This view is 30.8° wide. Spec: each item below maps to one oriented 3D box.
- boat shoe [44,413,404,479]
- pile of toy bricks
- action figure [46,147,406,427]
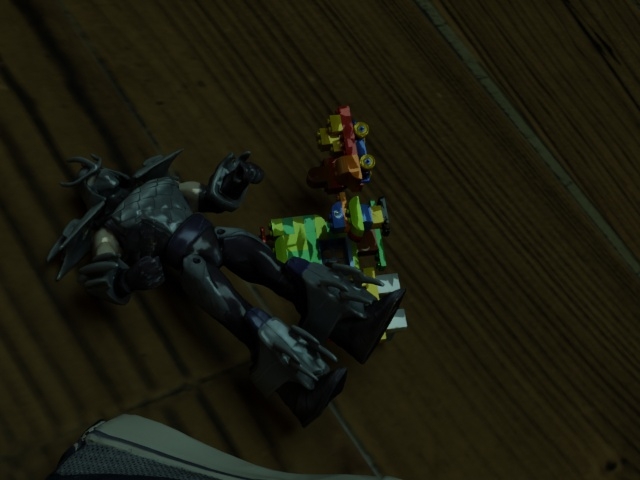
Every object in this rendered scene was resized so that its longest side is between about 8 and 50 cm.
[{"bbox_3d":[-0.048,0.206,0.644,0.340,0.127,0.158,7,31,35],"label":"boat shoe"},{"bbox_3d":[0.000,0.000,1.008,0.105,0.118,0.212,-6,70,-8],"label":"pile of toy bricks"},{"bbox_3d":[-0.083,0.012,0.903,0.285,0.099,0.185,34,56,10],"label":"action figure"}]
